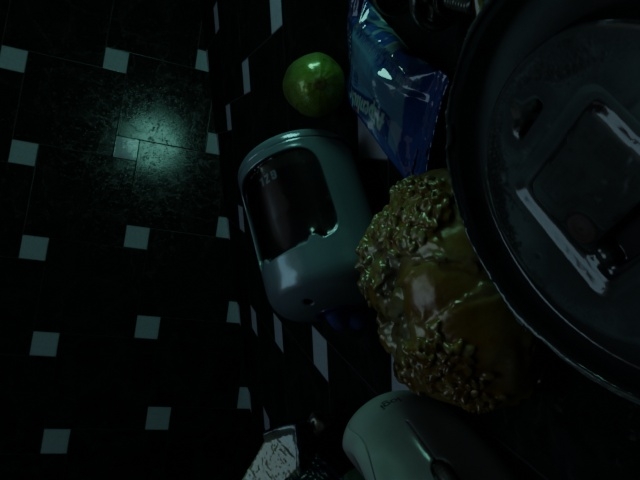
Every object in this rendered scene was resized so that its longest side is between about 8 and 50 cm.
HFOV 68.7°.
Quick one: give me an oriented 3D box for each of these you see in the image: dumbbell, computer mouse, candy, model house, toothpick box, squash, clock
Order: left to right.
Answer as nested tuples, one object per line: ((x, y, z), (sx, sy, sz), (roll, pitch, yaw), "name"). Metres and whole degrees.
((-0.024, -0.323, 0.980), (0.370, 0.118, 0.118), (-117, 25, -70), "squash")
((-0.010, 0.580, 1.145), (0.298, 0.243, 0.284), (29, 100, 37), "model house")
((0.000, 0.000, 0.888), (0.263, 0.263, 0.354), (119, 139, -59), "toothpick box")
((0.101, -0.241, 0.731), (0.187, 0.077, 0.331), (93, 162, -45), "candy")
((0.126, -0.326, 0.613), (0.254, 0.082, 0.081), (-123, 32, -50), "dumbbell")
((0.138, 0.300, 0.660), (0.297, 0.184, 0.121), (-150, 44, -75), "computer mouse")
((0.202, -0.035, 0.309), (0.312, 0.061, 0.312), (57, 160, 34), "clock")

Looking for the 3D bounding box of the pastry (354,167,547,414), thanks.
((0.140, 0.063, 0.590), (0.255, 0.162, 0.310), (139, 121, -65), "pastry")

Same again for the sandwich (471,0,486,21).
((0.226, -0.157, 0.366), (0.251, 0.087, 0.226), (-150, 43, -67), "sandwich")
